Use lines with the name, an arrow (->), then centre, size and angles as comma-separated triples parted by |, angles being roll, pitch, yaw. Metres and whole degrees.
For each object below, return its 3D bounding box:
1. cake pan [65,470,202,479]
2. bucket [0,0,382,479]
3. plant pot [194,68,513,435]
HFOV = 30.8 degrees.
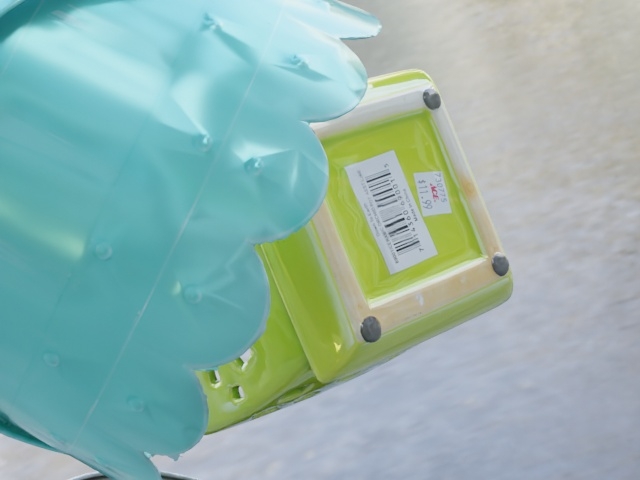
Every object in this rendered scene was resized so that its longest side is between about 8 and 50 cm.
cake pan -> -0.160, 0.338, 1.073 | 0.293, 0.293, 0.054 | -18, 27, 13
bucket -> -0.111, -0.030, 0.586 | 0.281, 0.183, 0.281 | -62, 9, 17
plant pot -> 0.000, 0.000, 0.894 | 0.227, 0.228, 0.207 | -19, -3, -36
